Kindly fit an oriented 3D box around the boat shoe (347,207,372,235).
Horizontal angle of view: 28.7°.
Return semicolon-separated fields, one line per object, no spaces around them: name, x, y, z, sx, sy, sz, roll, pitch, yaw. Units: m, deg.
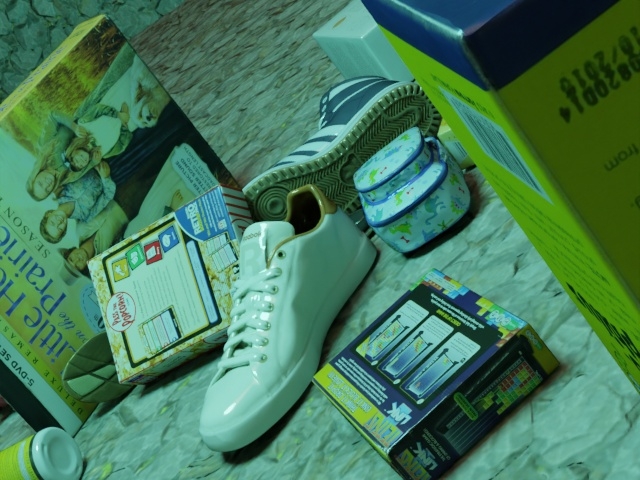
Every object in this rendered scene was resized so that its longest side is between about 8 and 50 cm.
boat shoe;0.000;0.001;1.309;0.133;0.042;0.049;-29;21;20

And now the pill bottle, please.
pill bottle;-0.306;0.240;1.281;0.116;0.065;0.065;-28;23;25

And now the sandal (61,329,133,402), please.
sandal;-0.218;0.115;1.397;0.180;0.072;0.049;-51;9;-33

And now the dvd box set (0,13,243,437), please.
dvd box set;-0.283;-0.025;1.450;0.062;0.307;0.420;-14;31;43

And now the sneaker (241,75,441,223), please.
sneaker;-0.002;-0.085;1.405;0.282;0.099;0.153;-37;21;-1

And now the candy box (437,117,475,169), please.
candy box;0.214;-0.151;1.254;0.187;0.053;0.109;-27;24;31

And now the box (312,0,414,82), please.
box;0.090;-0.274;1.645;0.130;0.091;0.170;-43;22;-9

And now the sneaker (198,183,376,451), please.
sneaker;-0.055;0.062;1.164;0.106;0.123;0.290;-17;31;40

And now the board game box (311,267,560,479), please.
board game box;0.083;0.102;0.962;0.141;0.048;0.170;-43;22;-5

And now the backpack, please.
backpack;0.085;-0.047;1.208;0.105;0.084;0.114;-37;24;11

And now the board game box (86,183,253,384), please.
board game box;-0.147;0.049;1.318;0.193;0.146;0.045;-27;-20;26

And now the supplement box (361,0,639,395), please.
supplement box;0.207;-0.030;0.597;0.194;0.356;0.195;-37;21;2

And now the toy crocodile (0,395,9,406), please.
toy crocodile;-0.408;0.169;1.555;0.341;0.105;0.115;-33;-15;19
